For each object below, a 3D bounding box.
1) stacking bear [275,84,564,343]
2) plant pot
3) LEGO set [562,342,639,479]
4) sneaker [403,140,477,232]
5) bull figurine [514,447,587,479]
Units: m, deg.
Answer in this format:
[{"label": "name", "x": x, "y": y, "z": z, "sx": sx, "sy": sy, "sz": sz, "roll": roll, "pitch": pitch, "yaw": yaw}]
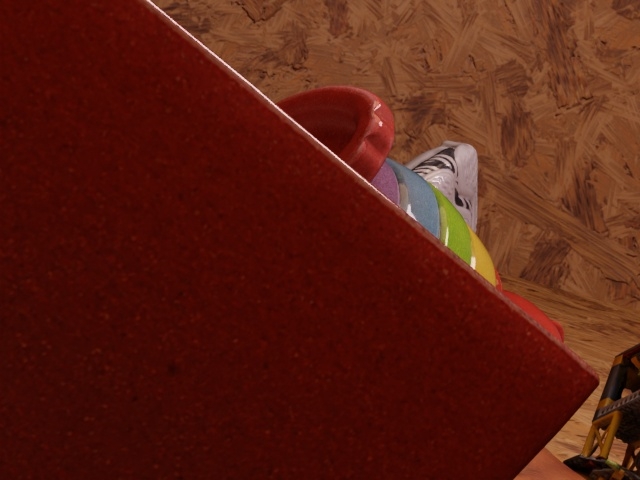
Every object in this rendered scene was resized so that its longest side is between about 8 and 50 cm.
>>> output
[{"label": "stacking bear", "x": 0.056, "y": 0.042, "z": 1.034, "sx": 0.289, "sy": 0.175, "sz": 0.164, "roll": 36, "pitch": -6, "yaw": -32}, {"label": "plant pot", "x": -0.137, "y": 0.034, "z": 0.439, "sx": 0.267, "sy": 0.236, "sz": 0.267, "roll": 37, "pitch": -5, "yaw": -29}, {"label": "LEGO set", "x": 0.280, "y": 0.159, "z": 0.921, "sx": 0.255, "sy": 0.192, "sz": 0.331, "roll": 34, "pitch": -28, "yaw": -14}, {"label": "sneaker", "x": 0.000, "y": 0.000, "z": 1.378, "sx": 0.210, "sy": 0.137, "sz": 0.366, "roll": 14, "pitch": 36, "yaw": 24}, {"label": "bull figurine", "x": 0.088, "y": 0.149, "z": 0.839, "sx": 0.188, "sy": 0.101, "sz": 0.310, "roll": 16, "pitch": 4, "yaw": -28}]
